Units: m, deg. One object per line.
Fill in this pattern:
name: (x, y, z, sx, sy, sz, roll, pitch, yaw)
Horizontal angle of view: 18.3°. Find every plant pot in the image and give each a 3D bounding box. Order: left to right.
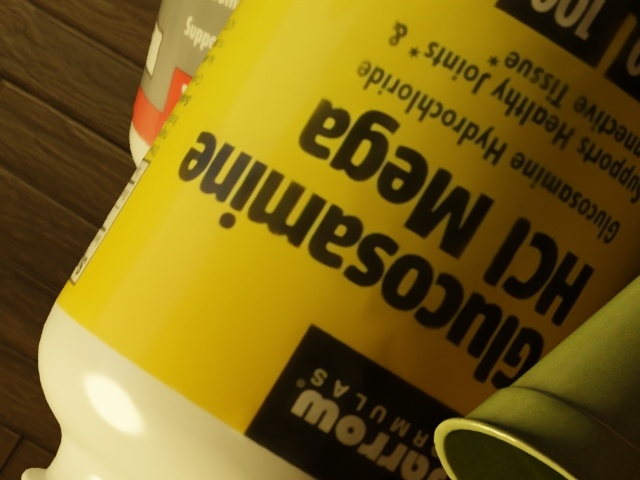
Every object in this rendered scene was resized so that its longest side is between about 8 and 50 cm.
plant pot: (0.088, 0.050, 0.546, 0.079, 0.083, 0.083, -47, 2, -20)

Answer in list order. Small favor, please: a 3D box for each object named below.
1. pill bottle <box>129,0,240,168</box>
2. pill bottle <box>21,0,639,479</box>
pill bottle: (0.050, -0.179, 0.930, 0.210, 0.210, 0.362, -78, 3, -73)
pill bottle: (0.015, 0.016, 0.745, 0.334, 0.188, 0.188, -59, 6, -2)
